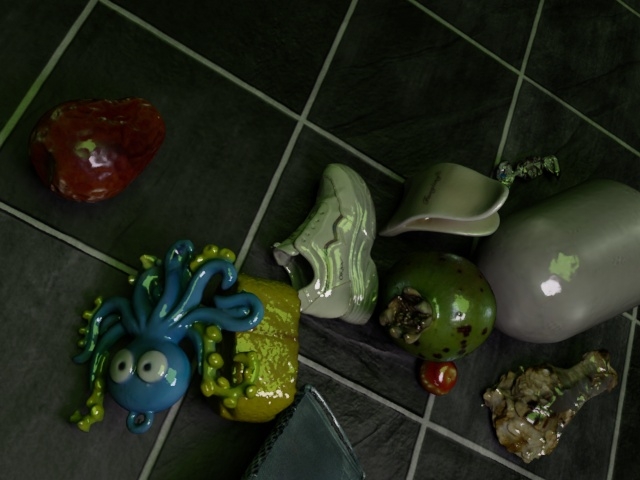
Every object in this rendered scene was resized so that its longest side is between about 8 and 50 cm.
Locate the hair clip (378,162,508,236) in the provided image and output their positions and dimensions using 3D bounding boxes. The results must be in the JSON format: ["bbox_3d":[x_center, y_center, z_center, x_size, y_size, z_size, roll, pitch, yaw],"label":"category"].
[{"bbox_3d":[0.267,-0.081,1.634,0.173,0.282,0.113,-60,146,-29],"label":"hair clip"}]

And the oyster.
[{"bbox_3d":[0.526,0.356,1.692,0.336,0.133,0.198,-18,88,-26],"label":"oyster"}]

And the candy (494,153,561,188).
[{"bbox_3d":[0.520,-0.172,1.927,0.226,0.051,0.094,-18,91,-28],"label":"candy"}]

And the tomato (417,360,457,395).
[{"bbox_3d":[0.250,0.282,1.610,0.087,0.075,0.087,8,73,-25],"label":"tomato"}]

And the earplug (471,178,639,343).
[{"bbox_3d":[0.523,0.054,1.694,0.393,0.312,0.313,-18,81,-29],"label":"earplug"}]

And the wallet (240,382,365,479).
[{"bbox_3d":[-0.038,0.433,1.328,0.237,0.075,0.342,62,28,-13],"label":"wallet"}]

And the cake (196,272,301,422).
[{"bbox_3d":[-0.128,0.198,1.392,0.156,0.179,0.261,12,70,-22],"label":"cake"}]

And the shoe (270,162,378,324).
[{"bbox_3d":[0.000,0.000,1.553,0.210,0.132,0.342,4,74,-28],"label":"shoe"}]

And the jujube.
[{"bbox_3d":[-0.399,-0.177,1.398,0.190,0.190,0.255,51,51,-2],"label":"jujube"}]

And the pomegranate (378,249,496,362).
[{"bbox_3d":[0.234,0.141,1.522,0.242,0.306,0.243,1,99,4],"label":"pomegranate"}]

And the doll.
[{"bbox_3d":[-0.265,0.156,1.285,0.345,0.099,0.342,1,71,15],"label":"doll"}]
